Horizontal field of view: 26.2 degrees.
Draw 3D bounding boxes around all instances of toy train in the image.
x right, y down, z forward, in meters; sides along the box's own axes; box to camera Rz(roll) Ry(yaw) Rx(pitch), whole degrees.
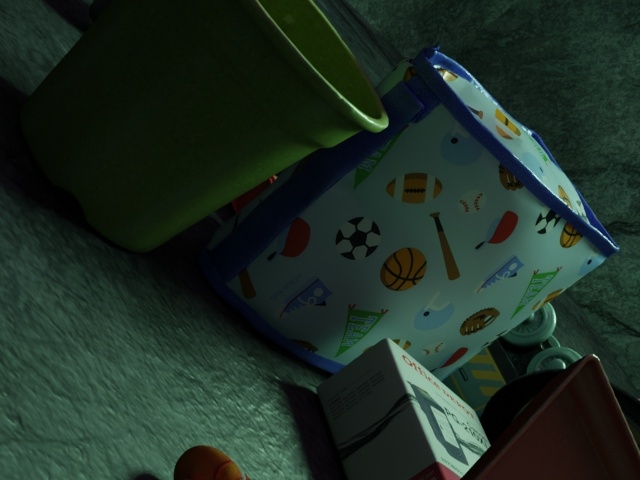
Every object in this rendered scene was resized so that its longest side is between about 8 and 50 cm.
[{"bbox_3d":[0.220,0.149,1.784,0.142,0.190,0.334,67,-2,-55],"label":"toy train"}]

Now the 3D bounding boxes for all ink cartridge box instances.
[{"bbox_3d":[0.107,0.235,1.360,0.172,0.100,0.237,42,17,-36],"label":"ink cartridge box"}]

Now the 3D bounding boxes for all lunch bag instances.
[{"bbox_3d":[0.085,-0.022,1.480,0.385,0.328,0.239,25,28,-56],"label":"lunch bag"}]

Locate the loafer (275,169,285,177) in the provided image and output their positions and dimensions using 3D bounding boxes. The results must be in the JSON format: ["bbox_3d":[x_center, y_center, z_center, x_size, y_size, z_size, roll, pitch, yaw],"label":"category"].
[{"bbox_3d":[-0.032,-0.126,1.860,0.268,0.102,0.092,51,19,0],"label":"loafer"}]

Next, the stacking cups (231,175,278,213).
[{"bbox_3d":[0.000,0.000,1.700,0.316,0.096,0.096,26,28,-51],"label":"stacking cups"}]

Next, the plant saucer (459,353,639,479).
[{"bbox_3d":[0.198,0.271,1.249,0.047,0.258,0.259,16,-38,50],"label":"plant saucer"}]

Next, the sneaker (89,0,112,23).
[{"bbox_3d":[-0.160,-0.210,1.658,0.162,0.106,0.281,59,14,19],"label":"sneaker"}]

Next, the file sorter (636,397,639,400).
[{"bbox_3d":[0.417,0.322,1.769,0.202,0.290,0.182,58,18,26],"label":"file sorter"}]

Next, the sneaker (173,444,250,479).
[{"bbox_3d":[-0.084,0.191,0.931,0.067,0.064,0.175,35,16,-23],"label":"sneaker"}]

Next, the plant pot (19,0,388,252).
[{"bbox_3d":[-0.122,-0.133,1.243,0.276,0.254,0.276,48,14,-16],"label":"plant pot"}]

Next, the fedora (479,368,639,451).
[{"bbox_3d":[0.275,0.315,1.515,0.152,0.334,0.334,-26,75,-42],"label":"fedora"}]
